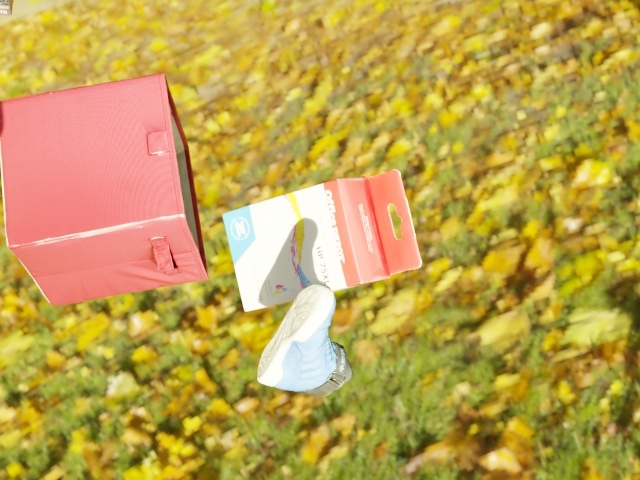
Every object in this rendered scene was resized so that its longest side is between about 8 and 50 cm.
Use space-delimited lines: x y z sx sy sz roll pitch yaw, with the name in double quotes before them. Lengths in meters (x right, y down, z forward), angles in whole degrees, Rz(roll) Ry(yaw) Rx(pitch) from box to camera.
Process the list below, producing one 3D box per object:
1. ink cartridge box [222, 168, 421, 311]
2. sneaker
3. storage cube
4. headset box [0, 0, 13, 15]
"ink cartridge box" 0.000 0.000 1.424 0.231 0.134 0.078 -16 -4 32
"sneaker" 0.002 0.104 1.129 0.058 0.084 0.152 -88 23 -46
"storage cube" -0.245 -0.053 1.293 0.193 0.184 0.215 -10 67 -1
"headset box" -0.341 -0.281 1.189 0.032 0.062 0.083 4 -20 -9
